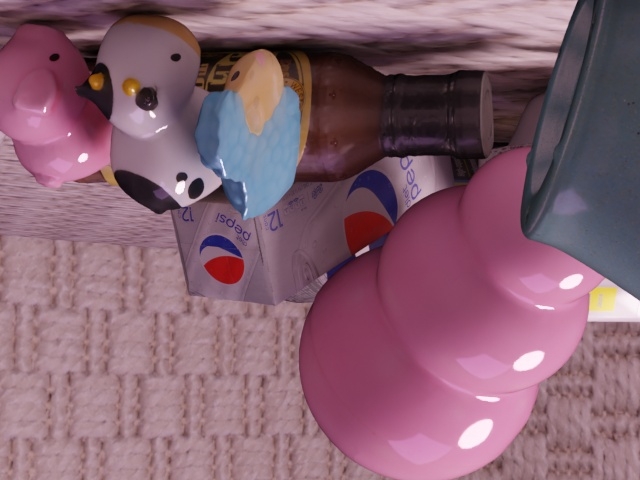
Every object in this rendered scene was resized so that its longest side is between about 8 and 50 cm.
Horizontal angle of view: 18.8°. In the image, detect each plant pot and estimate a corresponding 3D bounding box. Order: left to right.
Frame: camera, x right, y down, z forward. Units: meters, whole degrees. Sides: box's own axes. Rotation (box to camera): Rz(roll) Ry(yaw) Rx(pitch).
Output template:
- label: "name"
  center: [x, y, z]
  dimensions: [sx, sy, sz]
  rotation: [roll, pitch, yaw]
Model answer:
- label: "plant pot"
  center: [0.266, -0.056, 1.182]
  dimensions: [0.255, 0.271, 0.271]
  rotation: [15, 176, 0]

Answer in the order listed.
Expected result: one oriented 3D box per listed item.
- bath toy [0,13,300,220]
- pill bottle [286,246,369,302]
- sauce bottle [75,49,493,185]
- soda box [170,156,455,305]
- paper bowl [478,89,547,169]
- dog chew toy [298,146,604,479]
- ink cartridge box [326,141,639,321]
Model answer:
- label: "bath toy"
  center: [-0.192, -0.096, 1.438]
  dimensions: [0.348, 0.151, 0.129]
  rotation: [7, -160, 28]
- label: "pill bottle"
  center: [0.000, 0.000, 2.499]
  dimensions: [0.161, 0.161, 0.283]
  rotation: [4, 175, -34]
- label: "sauce bottle"
  center: [-0.036, -0.100, 1.541]
  dimensions: [0.344, 0.111, 0.111]
  rotation: [-2, 175, 12]
- label: "soda box"
  center: [0.000, -0.040, 1.665]
  dimensions: [0.098, 0.091, 0.286]
  rotation: [4, -157, 36]
- label: "paper bowl"
  center: [0.282, -0.059, 1.719]
  dimensions: [0.284, 0.148, 0.284]
  rotation: [1, 175, 0]
- label: "dog chew toy"
  center: [0.123, 0.051, 1.566]
  dimensions: [0.207, 0.206, 0.332]
  rotation: [4, 140, -35]
- label: "ink cartridge box"
  center: [0.156, -0.015, 1.965]
  dimensions: [0.307, 0.072, 0.303]
  rotation: [2, -151, -7]
